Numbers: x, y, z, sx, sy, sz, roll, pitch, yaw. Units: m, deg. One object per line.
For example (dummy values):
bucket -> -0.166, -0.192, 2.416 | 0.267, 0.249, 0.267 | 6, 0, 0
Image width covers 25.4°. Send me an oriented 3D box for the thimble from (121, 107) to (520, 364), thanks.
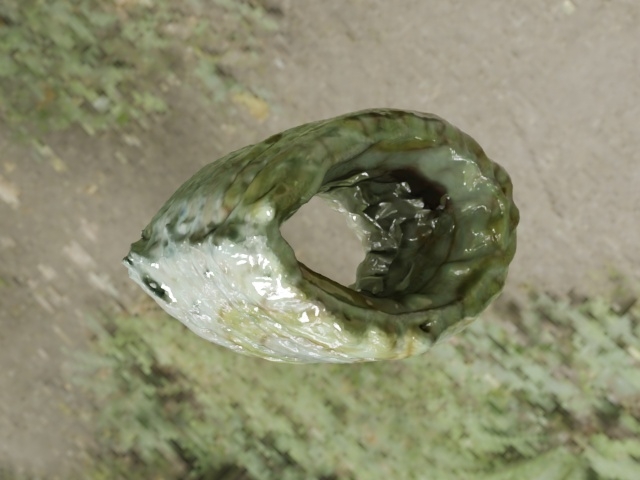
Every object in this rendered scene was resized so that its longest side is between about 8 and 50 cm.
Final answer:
thimble -> 0.000, 0.000, 0.790 | 0.143, 0.190, 0.137 | -10, 81, 58
